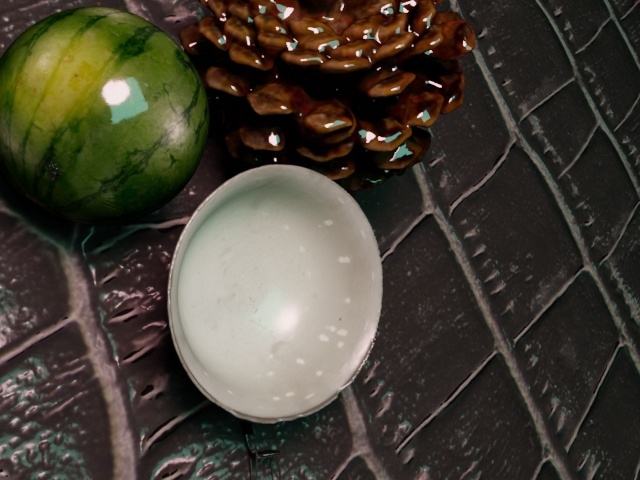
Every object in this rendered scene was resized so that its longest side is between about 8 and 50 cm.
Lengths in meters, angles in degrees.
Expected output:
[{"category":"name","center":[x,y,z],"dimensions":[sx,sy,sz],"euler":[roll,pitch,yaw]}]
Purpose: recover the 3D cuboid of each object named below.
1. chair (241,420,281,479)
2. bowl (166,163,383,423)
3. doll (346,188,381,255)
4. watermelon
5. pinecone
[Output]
[{"category":"chair","center":[-0.076,0.276,0.902],"dimensions":[0.042,0.037,0.086],"euler":[-6,83,-28]},{"category":"bowl","center":[-0.081,0.063,0.883],"dimensions":[0.313,0.146,0.314],"euler":[-1,91,-38]},{"category":"doll","center":[0.000,0.000,1.039],"dimensions":[0.165,0.057,0.139],"euler":[-27,107,-24]},{"category":"watermelon","center":[-0.245,-0.137,0.774],"dimensions":[0.242,0.242,0.242],"euler":[14,67,-35]},{"category":"pinecone","center":[0.020,-0.244,0.965],"dimensions":[0.397,0.397,0.398],"euler":[14,67,-35]}]
